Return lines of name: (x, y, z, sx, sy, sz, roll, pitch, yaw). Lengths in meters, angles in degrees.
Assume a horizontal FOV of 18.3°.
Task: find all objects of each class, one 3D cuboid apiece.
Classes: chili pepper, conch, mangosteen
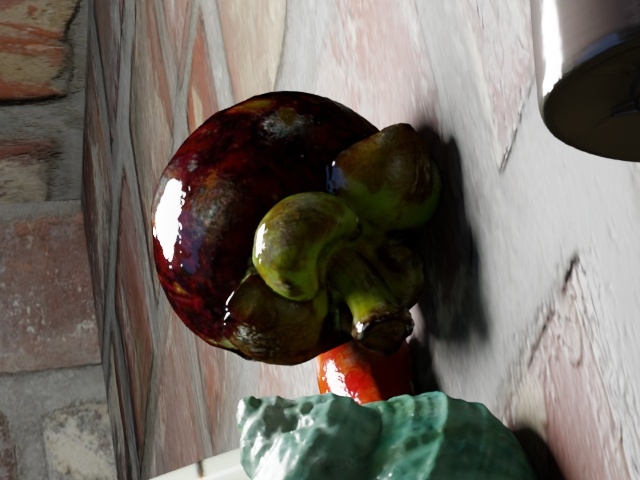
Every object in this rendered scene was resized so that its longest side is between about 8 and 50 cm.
chili pepper: (0.041, 0.113, 1.170, 0.272, 0.063, 0.071, -115, 11, -54)
conch: (0.030, 0.164, 1.001, 0.196, 0.134, 0.202, -39, 65, 31)
mangosteen: (-0.007, -0.007, 1.152, 0.184, 0.172, 0.172, -8, 85, 36)

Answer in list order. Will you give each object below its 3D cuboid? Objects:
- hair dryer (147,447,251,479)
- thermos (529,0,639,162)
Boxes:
hair dryer: (-0.031, 0.290, 1.353, 0.128, 0.203, 0.362, -114, 5, -51)
thermos: (0.116, -0.126, 0.638, 0.137, 0.105, 0.193, 40, -138, -61)
